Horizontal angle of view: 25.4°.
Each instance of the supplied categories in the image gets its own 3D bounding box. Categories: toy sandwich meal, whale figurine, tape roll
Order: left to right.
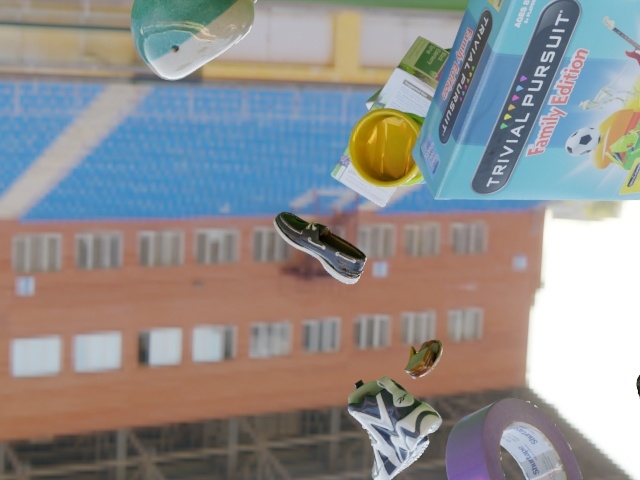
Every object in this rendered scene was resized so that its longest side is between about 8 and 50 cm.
[{"bbox_3d":[-0.175,-0.343,2.026,0.216,0.141,0.272,-27,-159,30],"label":"whale figurine"},{"bbox_3d":[0.173,0.199,2.414,0.029,0.085,0.085,40,174,-20],"label":"toy sandwich meal"},{"bbox_3d":[0.345,0.418,2.485,0.090,0.275,0.274,-33,163,38],"label":"tape roll"}]

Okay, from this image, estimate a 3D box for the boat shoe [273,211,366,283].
[{"bbox_3d":[0.000,0.000,1.646,0.125,0.038,0.046,39,-146,20],"label":"boat shoe"}]

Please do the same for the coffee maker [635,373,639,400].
[{"bbox_3d":[0.532,0.158,1.898,0.171,0.120,0.178,-14,168,35],"label":"coffee maker"}]

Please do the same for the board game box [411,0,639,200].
[{"bbox_3d":[0.288,-0.156,1.406,0.336,0.254,0.079,-1,-137,-21],"label":"board game box"}]

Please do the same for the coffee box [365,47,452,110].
[{"bbox_3d":[0.240,-0.231,2.302,0.168,0.119,0.297,-43,-155,-30],"label":"coffee box"}]

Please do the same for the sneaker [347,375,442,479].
[{"bbox_3d":[0.105,0.311,2.406,0.094,0.153,0.235,-34,162,-26],"label":"sneaker"}]

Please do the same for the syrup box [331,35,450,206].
[{"bbox_3d":[0.114,-0.168,2.024,0.096,0.237,0.093,32,-135,1],"label":"syrup box"}]

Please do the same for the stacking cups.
[{"bbox_3d":[0.129,-0.118,1.804,0.096,0.096,0.316,5,-174,20],"label":"stacking cups"}]
